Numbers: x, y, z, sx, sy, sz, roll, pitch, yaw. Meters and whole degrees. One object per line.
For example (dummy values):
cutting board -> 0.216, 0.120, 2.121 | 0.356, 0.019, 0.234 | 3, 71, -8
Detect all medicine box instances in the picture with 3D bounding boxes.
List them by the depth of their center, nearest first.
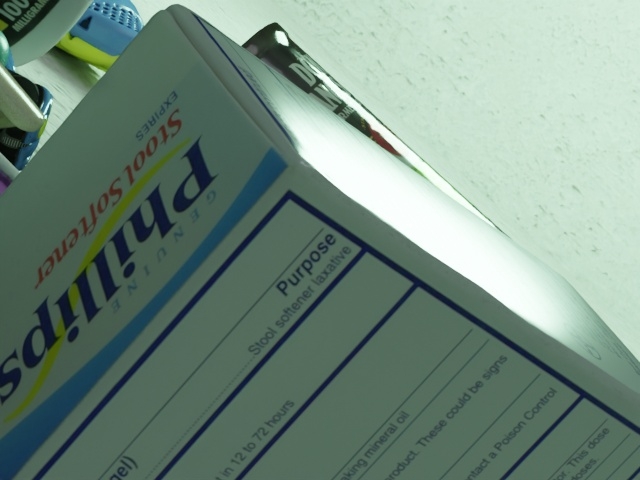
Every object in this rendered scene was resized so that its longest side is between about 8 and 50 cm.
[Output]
medicine box -> -0.026, 0.091, 0.806 | 0.289, 0.263, 0.149 | 34, 13, -37

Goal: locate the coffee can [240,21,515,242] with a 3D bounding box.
coffee can -> 0.000, 0.000, 1.393 | 0.275, 0.201, 0.201 | 42, 11, 0

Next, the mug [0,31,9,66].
mug -> -0.301, -0.164, 1.266 | 0.129, 0.097, 0.158 | 31, 16, -45

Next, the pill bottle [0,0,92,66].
pill bottle -> -0.329, -0.292, 1.421 | 0.334, 0.188, 0.188 | 34, 14, -33

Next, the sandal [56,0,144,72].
sandal -> -0.249, -0.282, 1.791 | 0.317, 0.138, 0.126 | 50, 12, 30

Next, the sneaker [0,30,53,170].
sneaker -> -0.253, -0.111, 1.344 | 0.078, 0.067, 0.188 | 14, 25, -39

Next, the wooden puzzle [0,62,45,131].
wooden puzzle -> -0.283, -0.128, 0.972 | 0.238, 0.044, 0.221 | 2, -41, 45

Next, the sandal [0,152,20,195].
sandal -> -0.235, -0.048, 0.836 | 0.416, 0.169, 0.102 | 36, -24, -30
